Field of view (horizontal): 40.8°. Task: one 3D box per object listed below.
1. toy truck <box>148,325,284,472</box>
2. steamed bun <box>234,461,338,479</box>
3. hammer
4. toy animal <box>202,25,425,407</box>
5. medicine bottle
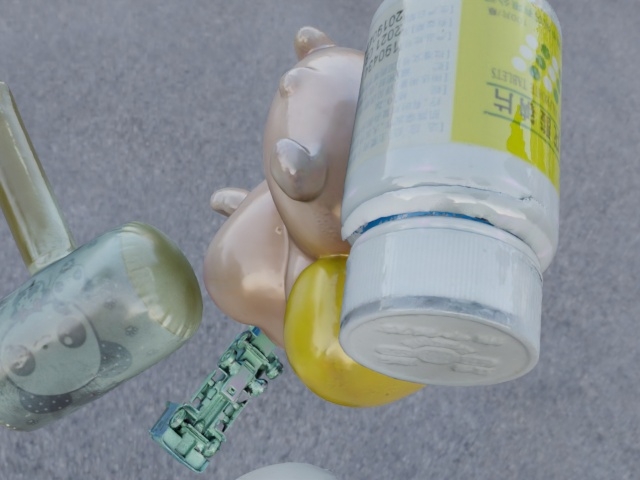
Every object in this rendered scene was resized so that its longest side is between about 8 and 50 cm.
[{"bbox_3d":[-0.116,0.169,0.963,0.067,0.081,0.175,46,65,-19],"label":"toy truck"},{"bbox_3d":[-0.080,0.477,1.210,0.309,0.309,0.309,6,47,-6],"label":"steamed bun"},{"bbox_3d":[-0.232,-0.014,0.712,0.202,0.113,0.305,-31,73,11],"label":"hammer"},{"bbox_3d":[-0.011,0.013,0.803,0.247,0.345,0.277,-4,43,38],"label":"toy animal"},{"bbox_3d":[0.087,-0.043,0.576,0.143,0.143,0.258,11,63,-1],"label":"medicine bottle"}]
